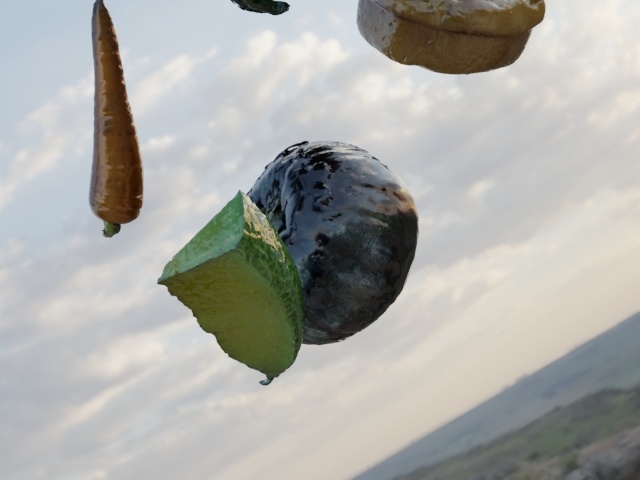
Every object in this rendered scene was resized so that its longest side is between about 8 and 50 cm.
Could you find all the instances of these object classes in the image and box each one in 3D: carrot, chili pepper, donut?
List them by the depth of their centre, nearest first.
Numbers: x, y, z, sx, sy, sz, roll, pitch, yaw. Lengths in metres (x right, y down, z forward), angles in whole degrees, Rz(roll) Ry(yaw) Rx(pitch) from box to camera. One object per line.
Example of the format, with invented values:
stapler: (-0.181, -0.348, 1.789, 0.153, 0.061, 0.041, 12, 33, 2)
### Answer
carrot: (-0.220, -0.129, 1.153, 0.061, 0.256, 0.061, 1, 12, 0)
chili pepper: (-0.097, -0.332, 1.427, 0.055, 0.118, 0.035, -37, 21, 23)
donut: (0.219, -0.399, 1.845, 0.299, 0.317, 0.150, -81, 3, -55)

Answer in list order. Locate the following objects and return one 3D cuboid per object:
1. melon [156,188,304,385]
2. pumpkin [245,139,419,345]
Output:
melon: (-0.066, 0.067, 0.952, 0.114, 0.053, 0.262, -19, -38, -1)
pumpkin: (0.000, 0.000, 1.179, 0.163, 0.233, 0.233, 24, -46, -31)
